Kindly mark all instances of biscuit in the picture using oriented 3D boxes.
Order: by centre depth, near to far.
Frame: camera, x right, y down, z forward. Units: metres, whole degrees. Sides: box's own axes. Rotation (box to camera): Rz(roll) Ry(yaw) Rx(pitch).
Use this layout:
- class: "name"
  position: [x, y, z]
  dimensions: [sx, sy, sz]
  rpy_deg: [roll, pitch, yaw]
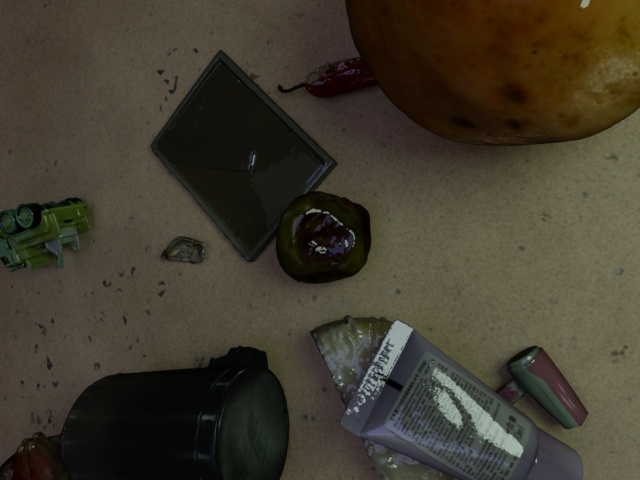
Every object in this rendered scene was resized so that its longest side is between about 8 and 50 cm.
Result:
- class: "biscuit"
  position: [0.105, 0.217, 0.694]
  dimensions: [0.179, 0.084, 0.281]
  rpy_deg: [-37, 76, 15]

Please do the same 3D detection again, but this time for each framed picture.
- class: "framed picture"
  position: [-0.150, -0.150, 0.852]
  dimensions: [0.315, 0.024, 0.232]
  rpy_deg: [47, 106, 17]

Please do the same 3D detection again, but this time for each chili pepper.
- class: "chili pepper"
  position: [0.052, -0.260, 0.757]
  dimensions: [0.268, 0.059, 0.050]
  rpy_deg: [-8, 123, 20]

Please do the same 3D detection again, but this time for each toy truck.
- class: "toy truck"
  position: [-0.595, 0.001, 0.988]
  dimensions: [0.259, 0.128, 0.135]
  rpy_deg: [-10, 98, 23]

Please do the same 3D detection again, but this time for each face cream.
- class: "face cream"
  position: [0.176, 0.232, 0.605]
  dimensions: [0.274, 0.096, 0.154]
  rpy_deg: [30, 80, 5]

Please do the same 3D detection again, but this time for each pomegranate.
- class: "pomegranate"
  position: [0.238, -0.276, 0.529]
  dimensions: [0.410, 0.410, 0.410]
  rpy_deg: [-1, 88, 23]
- class: "pomegranate"
  position: [-0.484, 0.430, 0.858]
  dimensions: [0.214, 0.214, 0.248]
  rpy_deg: [24, 127, 22]

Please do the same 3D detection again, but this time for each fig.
- class: "fig"
  position: [0.000, 0.000, 0.733]
  dimensions: [0.144, 0.154, 0.166]
  rpy_deg: [51, 139, 1]

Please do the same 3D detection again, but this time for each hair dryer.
- class: "hair dryer"
  position: [0.260, 0.221, 0.657]
  dimensions: [0.154, 0.054, 0.106]
  rpy_deg: [-39, 79, 28]

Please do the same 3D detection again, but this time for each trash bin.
- class: "trash bin"
  position: [-0.227, 0.304, 0.776]
  dimensions: [0.301, 0.203, 0.252]
  rpy_deg: [-9, 66, 24]

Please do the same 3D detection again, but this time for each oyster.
- class: "oyster"
  position: [-0.248, 0.016, 0.884]
  dimensions: [0.093, 0.034, 0.051]
  rpy_deg: [7, 107, 12]
